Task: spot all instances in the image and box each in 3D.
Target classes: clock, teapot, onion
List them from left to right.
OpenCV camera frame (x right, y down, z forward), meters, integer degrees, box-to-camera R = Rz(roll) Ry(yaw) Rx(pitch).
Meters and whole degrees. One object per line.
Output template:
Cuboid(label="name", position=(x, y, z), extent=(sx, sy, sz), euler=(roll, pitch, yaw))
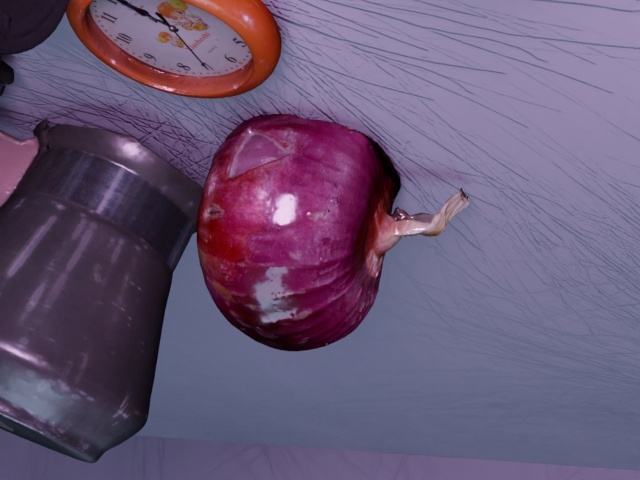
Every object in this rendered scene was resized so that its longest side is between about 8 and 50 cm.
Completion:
Cuboid(label="teapot", position=(-0.328, 0.034, 1.121), extent=(0.376, 0.362, 0.305), euler=(27, 158, -8))
Cuboid(label="clock", position=(-0.136, -0.200, 0.882), extent=(0.205, 0.051, 0.205), euler=(10, 158, 4))
Cuboid(label="onion", position=(-0.030, 0.004, 1.089), extent=(0.272, 0.231, 0.256), euler=(-3, 153, 46))

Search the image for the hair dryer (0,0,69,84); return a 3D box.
Cuboid(label="hair dryer", position=(-0.329, -0.242, 0.867), extent=(0.320, 0.156, 0.284), euler=(12, -179, 32))

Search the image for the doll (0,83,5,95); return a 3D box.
Cuboid(label="doll", position=(-0.446, -0.162, 1.025), extent=(0.180, 0.107, 0.110), euler=(20, 159, -11))
